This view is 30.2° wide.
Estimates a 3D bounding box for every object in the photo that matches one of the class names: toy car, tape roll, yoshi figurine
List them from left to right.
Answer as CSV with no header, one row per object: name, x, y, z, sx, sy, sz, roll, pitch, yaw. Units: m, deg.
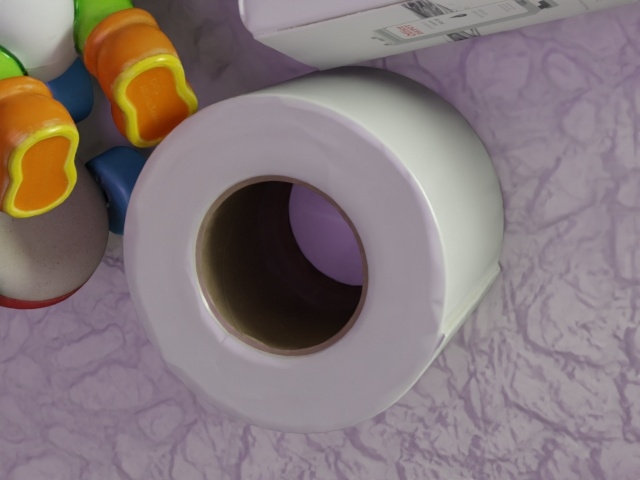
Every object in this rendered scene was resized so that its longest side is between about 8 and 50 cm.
toy car,-0.295,-0.018,1.013,0.210,0.219,0.238,55,145,0
yoshi figurine,-0.253,-0.184,0.888,0.203,0.204,0.362,-47,69,24
tape roll,0.000,0.000,0.884,0.246,0.169,0.246,6,106,20

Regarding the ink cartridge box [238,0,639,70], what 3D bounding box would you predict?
ink cartridge box,0.090,-0.246,0.781,0.283,0.117,0.207,-8,81,24
